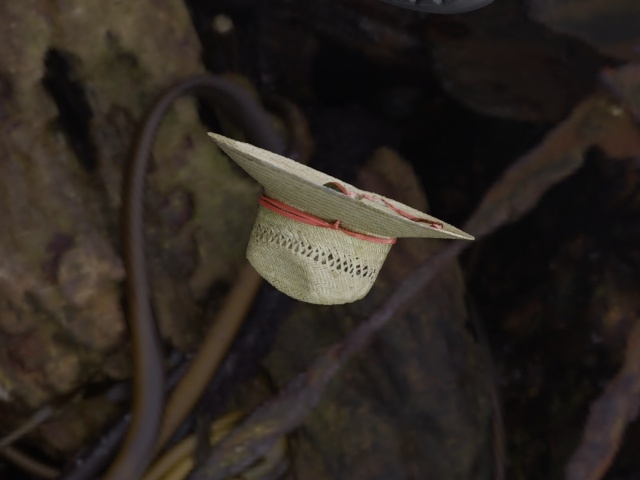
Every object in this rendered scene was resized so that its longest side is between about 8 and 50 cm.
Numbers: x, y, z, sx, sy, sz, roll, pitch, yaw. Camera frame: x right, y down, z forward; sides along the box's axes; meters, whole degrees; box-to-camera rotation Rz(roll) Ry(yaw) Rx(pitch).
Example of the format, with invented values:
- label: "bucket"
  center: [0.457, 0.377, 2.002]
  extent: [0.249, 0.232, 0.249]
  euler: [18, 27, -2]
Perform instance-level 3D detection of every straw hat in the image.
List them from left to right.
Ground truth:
- label: "straw hat"
  center: [0.000, 0.000, 0.740]
  extent: [0.144, 0.144, 0.061]
  euler: [12, 101, -58]

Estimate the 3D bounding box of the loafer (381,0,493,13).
- label: "loafer"
  center: [-0.001, -0.173, 0.597]
  extent: [0.220, 0.080, 0.078]
  euler: [40, 29, 15]
